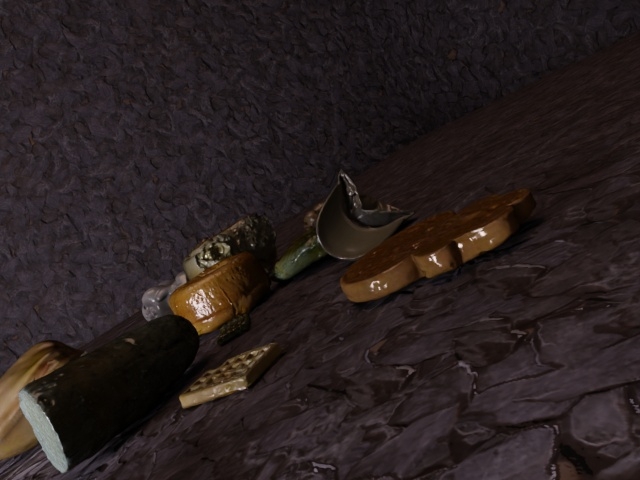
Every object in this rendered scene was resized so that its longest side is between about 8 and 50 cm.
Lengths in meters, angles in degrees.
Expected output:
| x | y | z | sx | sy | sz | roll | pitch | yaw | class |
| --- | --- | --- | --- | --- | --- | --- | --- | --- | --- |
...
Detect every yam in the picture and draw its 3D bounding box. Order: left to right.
| x | y | z | sx | sy | sz | roll | pitch | yaw | class |
| --- | --- | --- | --- | --- | --- | --- | --- | --- | --- |
| -0.298 | 0.204 | 0.902 | 0.133 | 0.133 | 0.330 | -27 | 5 | 31 | yam |

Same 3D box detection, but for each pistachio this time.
| x | y | z | sx | sy | sz | roll | pitch | yaw | class |
| --- | --- | --- | --- | --- | --- | --- | --- | --- | --- |
| -0.556 | 0.314 | 1.167 | 0.260 | 0.163 | 0.212 | -47 | -9 | -20 | pistachio |

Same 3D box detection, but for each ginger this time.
| x | y | z | sx | sy | sz | roll | pitch | yaw | class |
| --- | --- | --- | --- | --- | --- | --- | --- | --- | --- |
| 0.005 | -0.069 | 1.831 | 0.104 | 0.080 | 0.204 | -43 | 0 | 19 | ginger |

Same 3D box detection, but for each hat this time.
| x | y | z | sx | sy | sz | roll | pitch | yaw | class |
| --- | --- | --- | --- | --- | --- | --- | --- | --- | --- |
| 0.070 | -0.029 | 1.177 | 0.173 | 0.166 | 0.144 | -55 | -13 | -10 | hat |

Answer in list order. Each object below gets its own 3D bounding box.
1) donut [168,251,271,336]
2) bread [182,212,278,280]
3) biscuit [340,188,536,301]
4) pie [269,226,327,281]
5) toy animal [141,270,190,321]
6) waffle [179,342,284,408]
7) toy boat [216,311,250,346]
| x | y | z | sx | sy | sz | roll | pitch | yaw | class |
| --- | --- | --- | --- | --- | --- | --- | --- | --- | --- |
| -0.213 | 0.114 | 1.285 | 0.227 | 0.113 | 0.226 | -28 | 7 | 4 | donut |
| -0.255 | 0.058 | 1.613 | 0.192 | 0.171 | 0.314 | -26 | 8 | 29 | bread |
| 0.144 | 0.009 | 0.784 | 0.289 | 0.044 | 0.202 | -23 | 11 | 42 | biscuit |
| 0.000 | 0.000 | 1.341 | 0.277 | 0.078 | 0.277 | -29 | 5 | 3 | pie |
| -0.394 | 0.159 | 1.683 | 0.193 | 0.127 | 0.178 | -28 | 5 | 28 | toy animal |
| -0.117 | 0.176 | 0.790 | 0.135 | 0.021 | 0.092 | -25 | 10 | 36 | waffle |
| -0.158 | 0.160 | 1.106 | 0.063 | 0.016 | 0.115 | -32 | 7 | -3 | toy boat |
